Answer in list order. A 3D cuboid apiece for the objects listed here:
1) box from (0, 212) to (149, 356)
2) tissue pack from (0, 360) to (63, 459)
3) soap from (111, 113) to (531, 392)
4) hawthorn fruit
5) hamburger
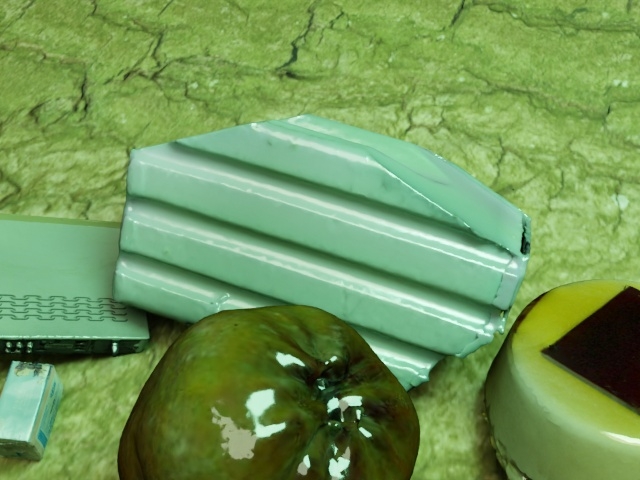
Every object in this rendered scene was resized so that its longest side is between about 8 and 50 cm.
[{"bbox_3d":[-0.353,0.054,0.890,0.270,0.045,0.211,3,52,-28],"label":"box"},{"bbox_3d":[-0.334,0.195,0.833,0.059,0.074,0.094,8,54,-3],"label":"tissue pack"},{"bbox_3d":[0.000,0.000,0.844,0.446,0.261,0.156,17,19,11],"label":"soap"},{"bbox_3d":[-0.062,0.212,0.713,0.268,0.301,0.268,20,49,-24],"label":"hawthorn fruit"},{"bbox_3d":[0.317,0.176,0.771,0.302,0.170,0.302,-2,35,2],"label":"hamburger"}]
